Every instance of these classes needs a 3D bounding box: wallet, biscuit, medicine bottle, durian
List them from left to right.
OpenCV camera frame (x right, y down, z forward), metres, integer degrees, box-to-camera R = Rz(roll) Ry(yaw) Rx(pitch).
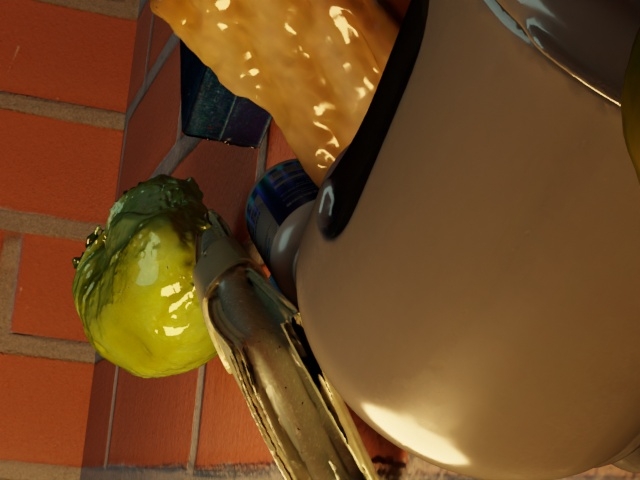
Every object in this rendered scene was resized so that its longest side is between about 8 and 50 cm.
[{"bbox_3d":[-0.205,0.055,1.560,0.339,0.204,0.255,-134,43,-66],"label":"durian"},{"bbox_3d":[-0.040,0.105,1.075,0.223,0.077,0.309,62,175,-21],"label":"wallet"},{"bbox_3d":[0.000,0.000,1.085,0.191,0.107,0.107,-125,46,-67],"label":"medicine bottle"},{"bbox_3d":[0.012,-0.134,0.924,0.213,0.274,0.091,-26,15,48],"label":"biscuit"}]

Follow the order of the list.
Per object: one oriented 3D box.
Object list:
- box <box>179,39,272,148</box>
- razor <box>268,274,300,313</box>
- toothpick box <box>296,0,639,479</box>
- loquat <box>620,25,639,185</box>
[{"bbox_3d":[-0.089,-0.304,1.517,0.279,0.116,0.261,116,157,-46],"label":"box"},{"bbox_3d":[-0.024,0.063,1.249,0.253,0.042,0.082,-154,74,-72],"label":"razor"},{"bbox_3d":[0.117,-0.013,0.571,0.316,0.229,0.229,113,158,-45],"label":"toothpick box"},{"bbox_3d":[0.203,-0.033,0.299,0.246,0.213,0.213,-22,51,24],"label":"loquat"}]
